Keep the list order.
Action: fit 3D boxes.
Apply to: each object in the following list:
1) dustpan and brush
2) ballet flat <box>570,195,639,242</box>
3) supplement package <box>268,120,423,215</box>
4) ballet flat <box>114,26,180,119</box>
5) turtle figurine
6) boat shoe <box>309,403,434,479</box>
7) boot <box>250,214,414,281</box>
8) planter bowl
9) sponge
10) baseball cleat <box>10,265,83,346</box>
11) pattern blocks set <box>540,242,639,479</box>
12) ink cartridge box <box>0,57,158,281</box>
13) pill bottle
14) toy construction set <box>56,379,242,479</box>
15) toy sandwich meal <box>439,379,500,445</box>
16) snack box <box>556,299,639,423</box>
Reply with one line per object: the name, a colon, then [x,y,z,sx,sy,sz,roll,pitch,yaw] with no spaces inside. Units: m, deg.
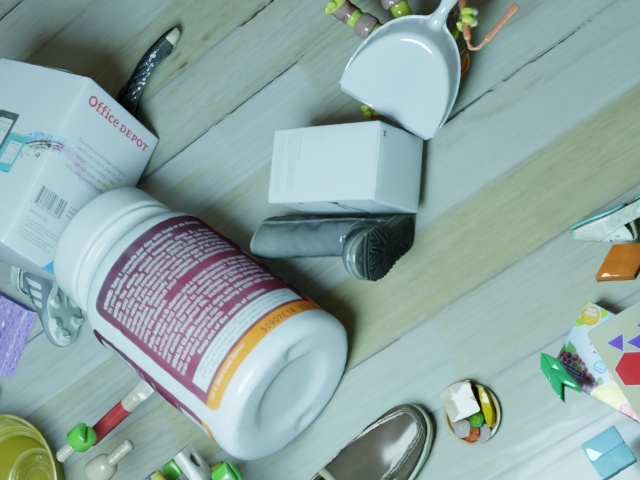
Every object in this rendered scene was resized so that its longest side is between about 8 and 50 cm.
dustpan and brush: [0.132,-0.250,1.453,0.147,0.060,0.211,31,129,2]
ballet flat: [0.378,-0.027,1.362,0.168,0.057,0.052,-28,78,24]
supplement package: [0.033,-0.093,1.534,0.179,0.105,0.105,-1,80,39]
ballet flat: [-0.268,-0.259,1.796,0.049,0.057,0.173,34,103,-11]
turtle figurine: [0.125,-0.276,1.527,0.217,0.087,0.269,49,125,4]
boat shoe: [0.041,0.312,1.475,0.257,0.095,0.095,-51,61,13]
boot: [0.000,0.002,1.514,0.208,0.189,0.076,6,102,25]
planter bowl: [-0.461,0.376,1.762,0.217,0.090,0.217,-5,80,27]
sponge: [-0.567,0.131,1.904,0.210,0.031,0.117,24,95,31]
baseball cleat: [-0.436,0.086,1.821,0.109,0.072,0.206,-29,58,30]
pattern blocks set: [0.413,0.118,1.290,0.324,0.026,0.286,-25,62,13]
ink cartridge box: [-0.418,-0.100,1.725,0.197,0.198,0.270,16,74,32]
pill bottle: [-0.173,0.100,1.565,0.392,0.224,0.224,35,100,30]
toy construction set: [-0.196,0.318,1.520,0.237,0.257,0.309,-43,60,21]
toy sandwich meal: [0.186,0.216,1.445,0.085,0.029,0.086,-6,78,30]
snack box: [0.356,0.147,1.352,0.141,0.037,0.100,29,94,30]
